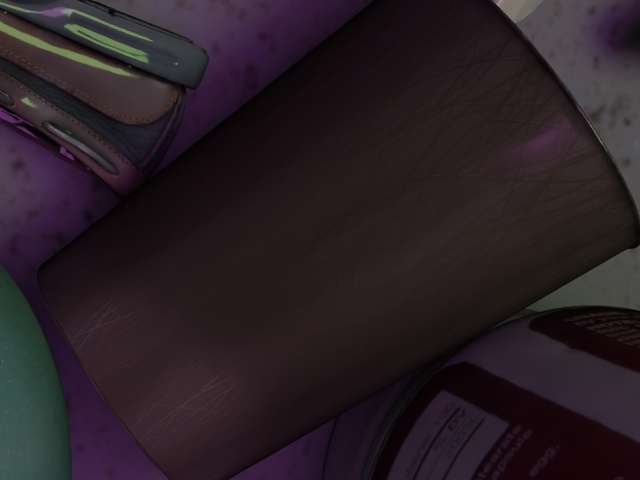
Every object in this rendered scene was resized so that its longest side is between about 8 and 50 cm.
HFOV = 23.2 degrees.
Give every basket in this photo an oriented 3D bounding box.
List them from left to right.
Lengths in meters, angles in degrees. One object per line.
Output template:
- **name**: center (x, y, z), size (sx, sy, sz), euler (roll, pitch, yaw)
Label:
- **basket**: center (0.000, 0.000, 0.709), size (0.227, 0.204, 0.154), euler (-34, 112, 0)

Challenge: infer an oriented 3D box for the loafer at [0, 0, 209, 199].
- **loafer**: center (-0.181, -0.090, 0.679), size (0.267, 0.096, 0.084), euler (18, 96, -21)

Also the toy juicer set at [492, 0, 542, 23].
- **toy juicer set**: center (0.269, -0.158, 0.792), size (0.329, 0.089, 0.209), euler (14, 109, -17)

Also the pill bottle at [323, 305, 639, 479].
- **pill bottle**: center (0.146, 0.149, 0.651), size (0.224, 0.392, 0.224), euler (-2, 97, -17)

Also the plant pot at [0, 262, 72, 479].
- **plant pot**: center (-0.226, 0.089, 0.592), size (0.293, 0.196, 0.293), euler (3, 81, -19)
